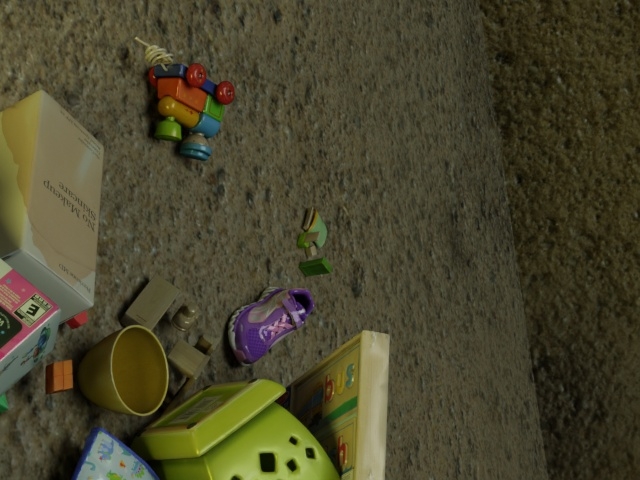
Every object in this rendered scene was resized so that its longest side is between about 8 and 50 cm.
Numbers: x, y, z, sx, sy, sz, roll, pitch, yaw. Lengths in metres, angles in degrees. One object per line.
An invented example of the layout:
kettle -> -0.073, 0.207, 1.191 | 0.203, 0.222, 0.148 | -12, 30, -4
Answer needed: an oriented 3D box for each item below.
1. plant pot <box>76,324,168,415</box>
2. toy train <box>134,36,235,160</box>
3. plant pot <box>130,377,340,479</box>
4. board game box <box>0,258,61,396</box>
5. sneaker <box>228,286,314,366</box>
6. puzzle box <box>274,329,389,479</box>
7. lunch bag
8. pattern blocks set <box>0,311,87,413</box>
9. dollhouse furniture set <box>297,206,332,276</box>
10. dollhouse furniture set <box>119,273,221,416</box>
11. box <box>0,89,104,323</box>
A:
plant pot -> -0.305, 0.198, 1.744 | 0.134, 0.095, 0.134 | 29, 56, -55
toy train -> -0.257, -0.236, 2.006 | 0.248, 0.105, 0.143 | 25, 72, -56
plant pot -> -0.147, 0.344, 1.810 | 0.228, 0.227, 0.207 | -33, 102, -40
board game box -> -0.470, 0.120, 1.276 | 0.224, 0.097, 0.303 | 37, 52, 7
sneaker -> -0.084, 0.148, 2.157 | 0.236, 0.104, 0.095 | -45, 120, -56
puzzle box -> 0.005, 0.340, 1.988 | 0.052, 0.409, 0.272 | 13, 62, -19
lunch bag -> -0.310, 0.361, 1.675 | 0.151, 0.096, 0.129 | 66, 30, -41
pattern blocks set -> -0.416, 0.086, 1.577 | 0.285, 0.026, 0.325 | 55, 22, -28
dollhouse furniture set -> 0.000, 0.000, 2.412 | 0.076, 0.058, 0.152 | 54, 37, -38
dollhouse furniture set -> -0.261, 0.172, 1.907 | 0.151, 0.123, 0.144 | 35, 38, -3
box -> -0.386, -0.038, 1.574 | 0.148, 0.121, 0.311 | 46, 26, -42
